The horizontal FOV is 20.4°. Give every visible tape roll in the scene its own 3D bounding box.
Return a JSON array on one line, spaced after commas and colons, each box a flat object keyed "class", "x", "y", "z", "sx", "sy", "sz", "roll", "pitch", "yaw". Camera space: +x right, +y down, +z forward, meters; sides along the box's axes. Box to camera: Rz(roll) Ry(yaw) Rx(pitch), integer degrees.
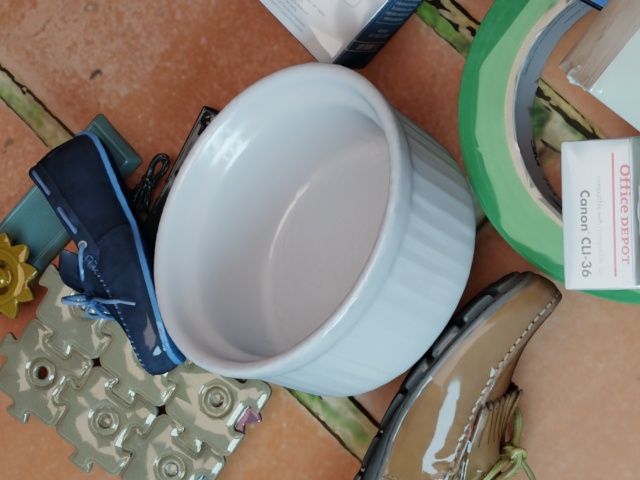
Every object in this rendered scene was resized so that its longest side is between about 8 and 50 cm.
[{"class": "tape roll", "x": 0.280, "y": -0.107, "z": 1.501, "sx": 0.321, "sy": 0.077, "sz": 0.321, "roll": 0, "pitch": 89, "yaw": 20}]

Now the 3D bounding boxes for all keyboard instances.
[{"class": "keyboard", "x": -0.127, "y": -0.036, "z": 1.676, "sx": 0.108, "sy": 0.023, "sz": 0.180, "roll": 30, "pitch": 99, "yaw": 13}]

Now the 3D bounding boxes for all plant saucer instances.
[{"class": "plant saucer", "x": -0.257, "y": -0.033, "z": 1.725, "sx": 0.192, "sy": 0.018, "sz": 0.067, "roll": -46, "pitch": 75, "yaw": 15}]

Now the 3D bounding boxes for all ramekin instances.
[{"class": "ramekin", "x": 0.000, "y": 0.000, "z": 1.519, "sx": 0.277, "sy": 0.135, "sz": 0.277, "roll": -20, "pitch": 58, "yaw": 36}]

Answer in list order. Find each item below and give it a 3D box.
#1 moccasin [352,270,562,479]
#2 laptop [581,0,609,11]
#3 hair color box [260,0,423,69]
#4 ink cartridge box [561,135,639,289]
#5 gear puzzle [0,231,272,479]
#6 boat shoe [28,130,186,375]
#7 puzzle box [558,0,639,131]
[{"class": "moccasin", "x": 0.110, "y": 0.202, "z": 1.530, "sx": 0.147, "sy": 0.139, "sz": 0.380, "roll": 28, "pitch": 96, "yaw": 7}, {"class": "laptop", "x": 0.184, "y": -0.416, "z": 1.292, "sx": 0.382, "sy": 0.408, "sz": 0.236, "roll": 34, "pitch": 70, "yaw": 26}, {"class": "hair color box", "x": 0.077, "y": -0.330, "z": 1.545, "sx": 0.174, "sy": 0.105, "sz": 0.347, "roll": 47, "pitch": 109, "yaw": 10}, {"class": "ink cartridge box", "x": 0.230, "y": -0.020, "z": 1.373, "sx": 0.067, "sy": 0.198, "sz": 0.115, "roll": -3, "pitch": 89, "yaw": 20}, {"class": "gear puzzle", "x": -0.214, "y": 0.114, "z": 1.689, "sx": 0.339, "sy": 0.044, "sz": 0.175, "roll": 35, "pitch": 98, "yaw": 15}, {"class": "boat shoe", "x": -0.196, "y": 0.023, "z": 1.626, "sx": 0.089, "sy": 0.109, "sz": 0.258, "roll": -25, "pitch": 54, "yaw": -1}, {"class": "puzzle box", "x": 0.387, "y": -0.209, "z": 1.266, "sx": 0.409, "sy": 0.272, "sz": 0.052, "roll": -51, "pitch": 36, "yaw": 10}]
